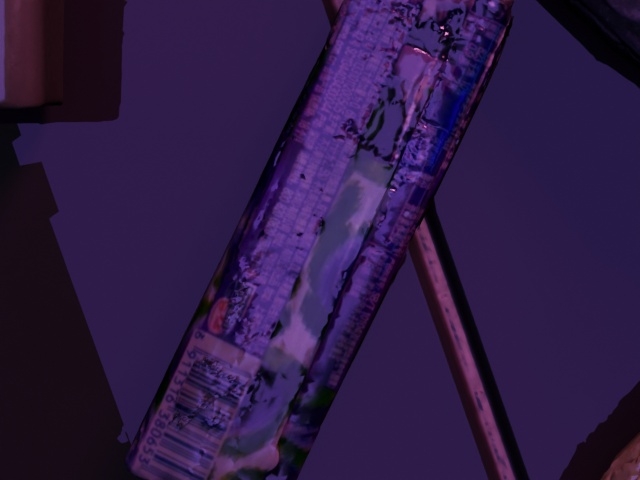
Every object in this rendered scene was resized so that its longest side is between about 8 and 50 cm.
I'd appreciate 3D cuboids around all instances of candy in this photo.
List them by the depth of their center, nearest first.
[{"bbox_3d":[0.000,0.000,0.758,0.088,0.061,0.312,26,96,1],"label":"candy"}]

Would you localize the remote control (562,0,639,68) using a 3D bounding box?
[{"bbox_3d":[0.135,-0.175,0.738,0.266,0.066,0.090,44,104,5],"label":"remote control"}]

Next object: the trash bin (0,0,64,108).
[{"bbox_3d":[-0.215,-0.187,0.729,0.164,0.122,0.241,1,96,-3],"label":"trash bin"}]

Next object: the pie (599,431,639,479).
[{"bbox_3d":[0.269,0.203,0.743,0.296,0.078,0.371,32,97,3],"label":"pie"}]
